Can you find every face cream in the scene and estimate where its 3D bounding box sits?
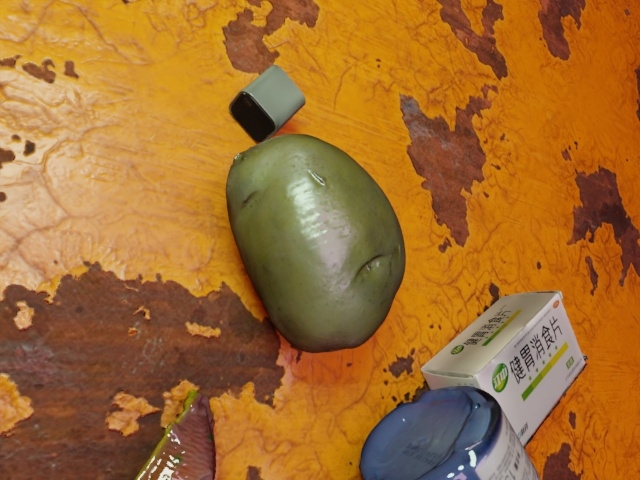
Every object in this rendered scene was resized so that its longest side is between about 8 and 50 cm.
[{"bbox_3d":[0.210,0.385,0.696,0.249,0.249,0.225,-30,94,-33],"label":"face cream"}]

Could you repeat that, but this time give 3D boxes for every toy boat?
[{"bbox_3d":[-0.211,0.345,0.535,0.318,0.099,0.141,-60,140,-25],"label":"toy boat"}]

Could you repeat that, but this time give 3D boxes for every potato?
[{"bbox_3d":[0.000,0.000,0.657,0.243,0.221,0.327,-17,86,-32],"label":"potato"}]

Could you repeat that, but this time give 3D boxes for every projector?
[{"bbox_3d":[-0.088,-0.222,0.726,0.083,0.083,0.082,48,60,-16],"label":"projector"}]

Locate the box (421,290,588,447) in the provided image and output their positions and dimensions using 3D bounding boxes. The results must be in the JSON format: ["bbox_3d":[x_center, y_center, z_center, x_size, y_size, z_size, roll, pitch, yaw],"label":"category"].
[{"bbox_3d":[0.380,0.251,0.896,0.332,0.145,0.173,-28,98,-32],"label":"box"}]
